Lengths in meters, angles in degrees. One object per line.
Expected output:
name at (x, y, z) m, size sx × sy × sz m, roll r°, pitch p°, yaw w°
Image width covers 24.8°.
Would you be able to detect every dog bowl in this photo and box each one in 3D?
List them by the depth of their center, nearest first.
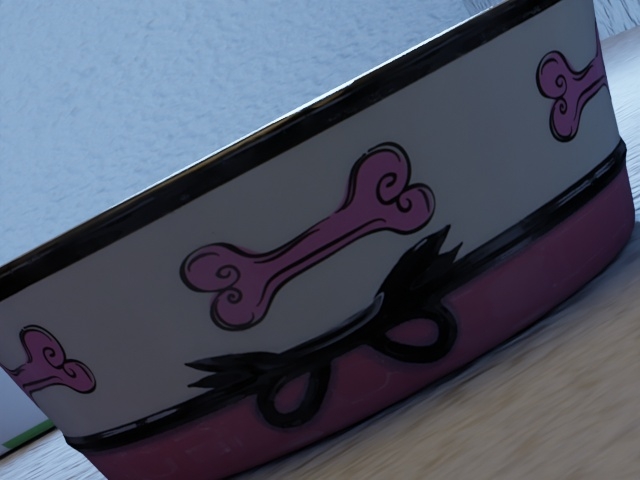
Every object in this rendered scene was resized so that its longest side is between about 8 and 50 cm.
dog bowl at (0.000, 0.000, 0.845) m, size 0.408 × 0.150 × 0.408 m, roll -27°, pitch 5°, yaw 2°

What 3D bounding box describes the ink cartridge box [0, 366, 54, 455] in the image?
ink cartridge box at (-0.318, 0.133, 1.417) m, size 0.201 × 0.117 × 0.278 m, roll -28°, pitch 5°, yaw -7°
